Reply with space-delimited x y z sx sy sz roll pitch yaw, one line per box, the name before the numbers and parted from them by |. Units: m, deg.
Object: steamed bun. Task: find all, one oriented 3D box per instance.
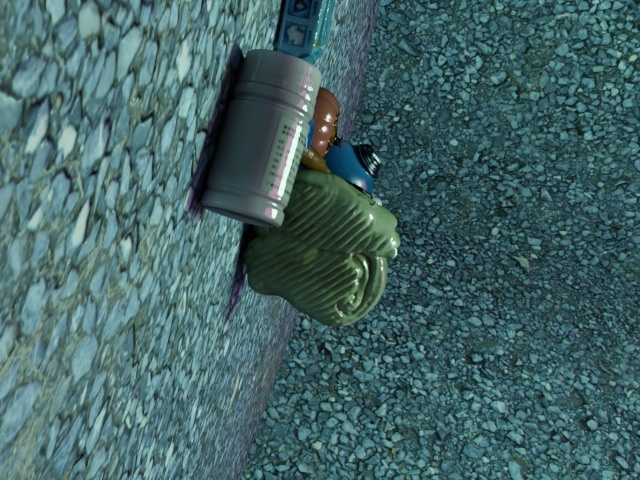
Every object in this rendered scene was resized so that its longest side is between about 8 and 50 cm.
steamed bun | 0.004 -0.009 1.812 0.219 0.324 0.309 -76 -173 -66

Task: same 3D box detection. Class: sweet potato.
sweet potato | -0.040 -0.186 1.745 0.264 0.057 0.057 40 61 -52

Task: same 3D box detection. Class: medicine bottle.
medicine bottle | -0.090 -0.153 1.276 0.133 0.133 0.249 68 36 -83

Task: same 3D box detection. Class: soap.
soap | -0.013 -0.470 1.530 0.156 0.077 0.293 -63 167 -67

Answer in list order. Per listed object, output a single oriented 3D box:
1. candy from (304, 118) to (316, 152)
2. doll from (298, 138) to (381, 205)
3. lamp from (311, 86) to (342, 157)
candy | -0.056 -0.248 1.661 0.136 0.038 0.088 45 43 -32
doll | 0.024 -0.117 2.061 0.240 0.284 0.310 51 20 -29
lamp | -0.015 -0.256 1.861 0.182 0.140 0.182 15 90 -89
